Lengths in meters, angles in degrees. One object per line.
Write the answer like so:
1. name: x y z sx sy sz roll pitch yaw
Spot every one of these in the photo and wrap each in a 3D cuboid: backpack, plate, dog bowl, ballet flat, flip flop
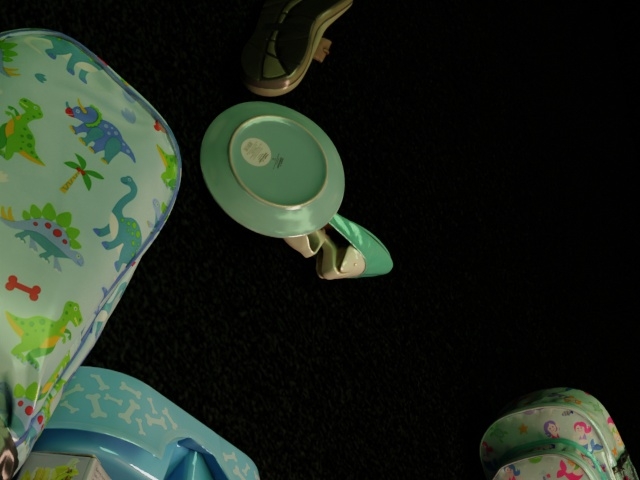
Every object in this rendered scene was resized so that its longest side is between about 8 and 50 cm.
1. backpack: 0.371 0.368 1.546 0.191 0.225 0.254 -13 85 -62
2. plate: -0.053 -0.092 1.185 0.188 0.024 0.188 10 63 -20
3. dog bowl: -0.164 0.210 0.875 0.297 0.165 0.074 45 33 -38
4. ballet flat: 0.000 0.000 1.265 0.247 0.083 0.087 41 45 -32
5. flip flop: -0.031 -0.263 1.312 0.277 0.112 0.080 -69 159 -45
6. backpack: -0.264 0.001 0.739 0.290 0.273 0.355 41 27 -6

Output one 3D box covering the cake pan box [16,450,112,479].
1. cake pan box: -0.195 0.337 0.778 0.267 0.070 0.246 71 27 -48
